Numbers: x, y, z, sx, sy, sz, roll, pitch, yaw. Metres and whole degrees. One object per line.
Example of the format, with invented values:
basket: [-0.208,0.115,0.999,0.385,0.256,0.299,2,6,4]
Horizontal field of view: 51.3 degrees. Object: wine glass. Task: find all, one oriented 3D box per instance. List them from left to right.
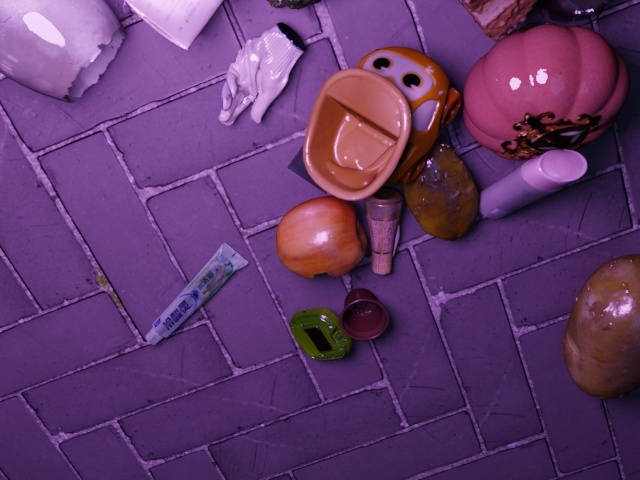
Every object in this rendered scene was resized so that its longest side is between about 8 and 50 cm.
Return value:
wine glass: [-0.515,-0.406,1.157,0.323,0.238,0.238,36,107,-15]

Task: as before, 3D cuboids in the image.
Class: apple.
apple: [0.000,0.000,1.408,0.199,0.199,0.199,-2,114,-3]

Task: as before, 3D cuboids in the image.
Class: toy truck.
toy truck: [0.112,-0.222,1.256,0.204,0.212,0.287,35,113,19]

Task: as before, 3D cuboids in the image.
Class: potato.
potato: [0.254,-0.100,1.408,0.150,0.113,0.251,-18,115,9]
potato: [0.685,0.202,1.518,0.270,0.219,0.359,18,114,-19]

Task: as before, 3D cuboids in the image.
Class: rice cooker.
rice cooker: [0.478,-0.503,1.242,0.142,0.118,0.202,-8,111,-1]

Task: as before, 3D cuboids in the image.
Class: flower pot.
flower pot: [0.096,0.161,1.526,0.111,0.089,0.111,-1,114,-3]

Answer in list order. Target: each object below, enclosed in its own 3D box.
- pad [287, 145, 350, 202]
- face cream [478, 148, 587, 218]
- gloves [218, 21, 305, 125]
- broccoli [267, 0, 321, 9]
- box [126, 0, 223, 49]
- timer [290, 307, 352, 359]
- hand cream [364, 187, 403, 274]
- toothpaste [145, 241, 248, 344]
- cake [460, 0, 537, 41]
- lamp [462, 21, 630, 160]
pad: [0.063,-0.203,1.409,0.164,0.004,0.243,33,107,-17]
face cream: [0.412,-0.109,1.337,0.108,0.269,0.073,-6,80,-15]
gloves: [-0.123,-0.316,1.295,0.119,0.097,0.229,40,101,-14]
broccoli: [-0.042,-0.488,1.203,0.162,0.138,0.145,-26,153,-31]
box: [-0.187,-0.516,1.159,0.145,0.173,0.333,35,107,-19]
timer: [0.000,0.219,1.544,0.128,0.047,0.140,-13,119,35]
hand cream: [0.136,-0.012,1.462,0.084,0.084,0.203,-3,119,-3]
toothpaste: [-0.289,0.128,1.510,0.075,0.048,0.297,41,102,-19]
cake: [0.289,-0.537,1.088,0.282,0.290,0.255,-37,70,15]
lamp: [0.418,-0.290,1.265,0.306,0.305,0.239,-2,69,-1]
